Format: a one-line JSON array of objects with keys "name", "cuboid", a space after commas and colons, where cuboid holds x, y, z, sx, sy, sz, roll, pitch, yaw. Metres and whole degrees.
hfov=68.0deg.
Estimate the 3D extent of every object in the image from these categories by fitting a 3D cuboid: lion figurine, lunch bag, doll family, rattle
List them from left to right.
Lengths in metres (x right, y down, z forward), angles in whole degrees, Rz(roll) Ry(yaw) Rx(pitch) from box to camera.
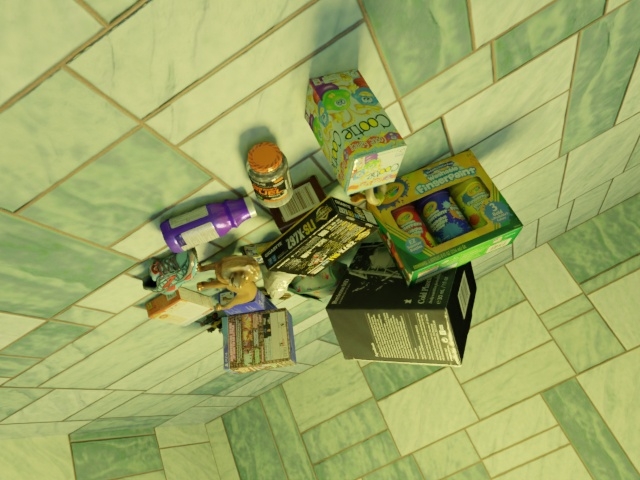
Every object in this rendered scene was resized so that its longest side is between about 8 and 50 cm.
[{"name": "doll family", "cuboid": [-0.461, 0.386, 2.207, 0.111, 0.076, 0.193, -37, 157, 13]}, {"name": "lion figurine", "cuboid": [-0.316, 0.158, 1.778, 0.240, 0.142, 0.392, -7, 160, 3]}, {"name": "lunch bag", "cuboid": [-0.017, 0.190, 2.136, 0.262, 0.160, 0.223, -21, 160, 18]}, {"name": "rattle", "cuboid": [0.147, -0.215, 1.659, 0.130, 0.143, 0.199, -55, 139, -11]}]

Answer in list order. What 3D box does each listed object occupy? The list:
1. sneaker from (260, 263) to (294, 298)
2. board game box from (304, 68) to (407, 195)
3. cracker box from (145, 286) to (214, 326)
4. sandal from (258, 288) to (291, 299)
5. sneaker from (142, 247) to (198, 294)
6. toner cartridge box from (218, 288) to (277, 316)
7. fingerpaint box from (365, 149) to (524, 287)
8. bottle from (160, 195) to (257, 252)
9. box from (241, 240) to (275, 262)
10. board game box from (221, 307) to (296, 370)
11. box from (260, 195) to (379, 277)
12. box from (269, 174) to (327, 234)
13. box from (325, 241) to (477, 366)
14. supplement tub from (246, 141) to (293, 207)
[{"name": "sneaker", "cuboid": [-0.144, 0.148, 1.829, 0.114, 0.152, 0.305, -4, 175, -23]}, {"name": "board game box", "cuboid": [0.080, -0.277, 1.200, 0.144, 0.275, 0.142, -18, 153, -16]}, {"name": "cracker box", "cuboid": [-0.556, 0.266, 1.895, 0.156, 0.067, 0.232, -29, 153, 10]}, {"name": "sandal", "cuboid": [-0.218, 0.237, 2.154, 0.180, 0.049, 0.072, 7, 156, -26]}, {"name": "sneaker", "cuboid": [-0.510, 0.106, 1.596, 0.125, 0.104, 0.262, 9, 138, -47]}, {"name": "toner cartridge box", "cuboid": [-0.314, 0.302, 2.125, 0.165, 0.075, 0.348, -10, 155, 7]}, {"name": "fingerpaint box", "cuboid": [0.446, -0.089, 1.770, 0.445, 0.371, 0.163, -21, 154, -7]}, {"name": "bottle", "cuboid": [-0.338, -0.056, 1.454, 0.283, 0.092, 0.118, -22, 155, -6]}, {"name": "box", "cuboid": [-0.206, 0.044, 1.797, 0.169, 0.059, 0.054, -11, 153, -28]}, {"name": "board game box", "cuboid": [-0.267, 0.440, 2.068, 0.291, 0.231, 0.141, -9, 156, 5]}, {"name": "box", "cuboid": [0.000, 0.000, 1.570, 0.322, 0.079, 0.257, -38, 153, 25]}, {"name": "box", "cuboid": [-0.033, -0.055, 1.679, 0.191, 0.143, 0.381, -26, 153, 1]}, {"name": "box", "cuboid": [0.348, 0.235, 1.934, 0.472, 0.480, 0.297, -6, 120, 29]}, {"name": "supplement tub", "cuboid": [-0.144, -0.186, 1.355, 0.117, 0.117, 0.190, -22, 154, -6]}]
